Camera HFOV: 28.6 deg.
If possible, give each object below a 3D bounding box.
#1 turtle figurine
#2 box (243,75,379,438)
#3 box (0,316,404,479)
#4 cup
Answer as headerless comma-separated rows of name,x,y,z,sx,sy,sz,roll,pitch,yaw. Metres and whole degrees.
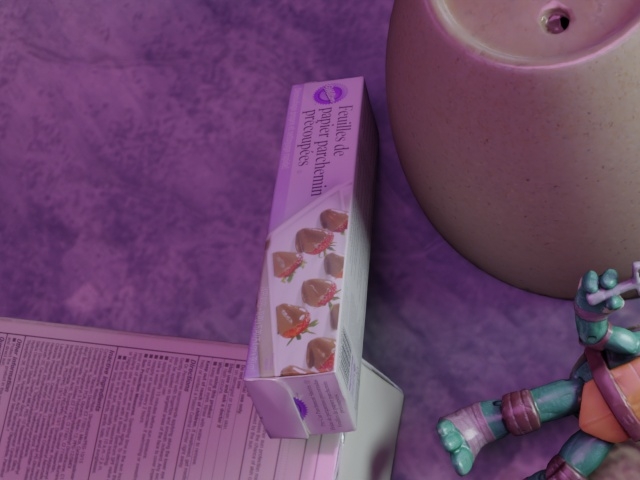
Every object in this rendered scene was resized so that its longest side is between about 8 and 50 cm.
turtle figurine,0.206,0.112,0.856,0.234,0.118,0.175,-34,79,17
box,0.000,0.000,0.920,0.063,0.067,0.324,-7,42,12
box,-0.107,0.152,0.961,0.311,0.121,0.148,6,74,22
cup,0.181,-0.147,0.888,0.331,0.237,0.331,-7,70,19
